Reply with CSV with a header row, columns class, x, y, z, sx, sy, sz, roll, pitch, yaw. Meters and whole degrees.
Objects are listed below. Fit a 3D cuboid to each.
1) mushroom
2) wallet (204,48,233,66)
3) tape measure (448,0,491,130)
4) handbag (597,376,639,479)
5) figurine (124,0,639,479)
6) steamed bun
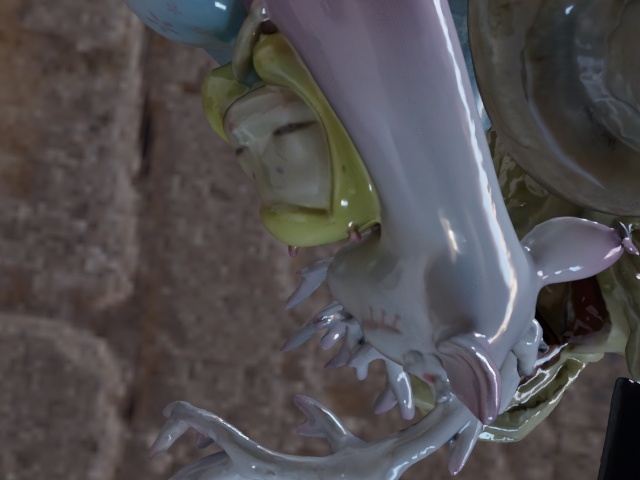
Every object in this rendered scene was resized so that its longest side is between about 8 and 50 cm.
class,x,y,z,sx,sy,sz,roll,pitch,yaw
mushroom,0.246,-0.135,1.319,0.290,0.297,0.297,-86,-169,-68
wallet,-0.059,-0.261,1.289,0.290,0.054,0.251,45,-57,27
tape measure,0.137,-0.225,1.560,0.275,0.147,0.256,-36,144,-58
handbag,0.295,0.229,1.300,0.118,0.326,0.269,-15,-127,41
figurine,0.012,-0.005,0.984,0.284,0.206,0.315,-22,-91,45
steamed bun,0.242,0.000,1.659,0.189,0.247,0.428,-21,-146,55
